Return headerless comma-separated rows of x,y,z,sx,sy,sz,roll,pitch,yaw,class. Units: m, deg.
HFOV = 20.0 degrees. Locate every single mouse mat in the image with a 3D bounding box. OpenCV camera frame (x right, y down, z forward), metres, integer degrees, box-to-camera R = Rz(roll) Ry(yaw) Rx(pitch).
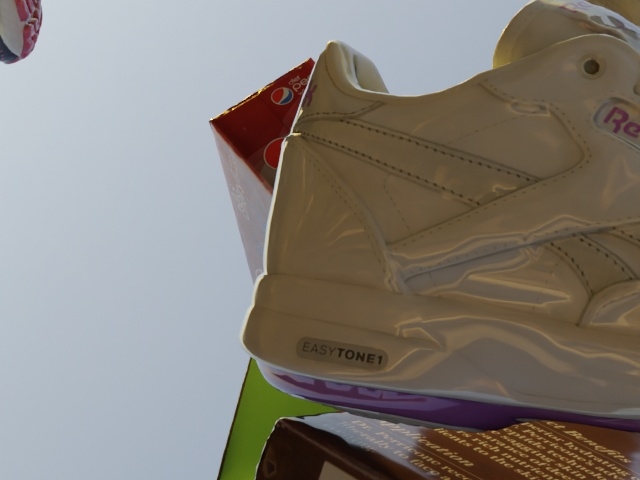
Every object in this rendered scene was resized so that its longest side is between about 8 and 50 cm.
0.009,0.062,1.065,0.152,0.007,0.189,-27,-149,32,mouse mat

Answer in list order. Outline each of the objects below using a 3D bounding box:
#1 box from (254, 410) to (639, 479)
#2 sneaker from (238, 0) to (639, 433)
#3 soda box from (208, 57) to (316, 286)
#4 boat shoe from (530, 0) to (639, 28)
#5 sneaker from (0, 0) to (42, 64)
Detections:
0.083,0.165,0.688,0.168,0.203,0.167,26,-73,38,box
0.118,-0.007,0.580,0.305,0.114,0.152,5,-96,21,sneaker
0.000,0.000,1.247,0.083,0.263,0.092,-33,-121,-14,soda box
0.184,-0.092,1.013,0.119,0.121,0.335,-21,176,-4,boat shoe
-0.291,-0.240,1.221,0.112,0.299,0.121,-30,-153,11,sneaker
